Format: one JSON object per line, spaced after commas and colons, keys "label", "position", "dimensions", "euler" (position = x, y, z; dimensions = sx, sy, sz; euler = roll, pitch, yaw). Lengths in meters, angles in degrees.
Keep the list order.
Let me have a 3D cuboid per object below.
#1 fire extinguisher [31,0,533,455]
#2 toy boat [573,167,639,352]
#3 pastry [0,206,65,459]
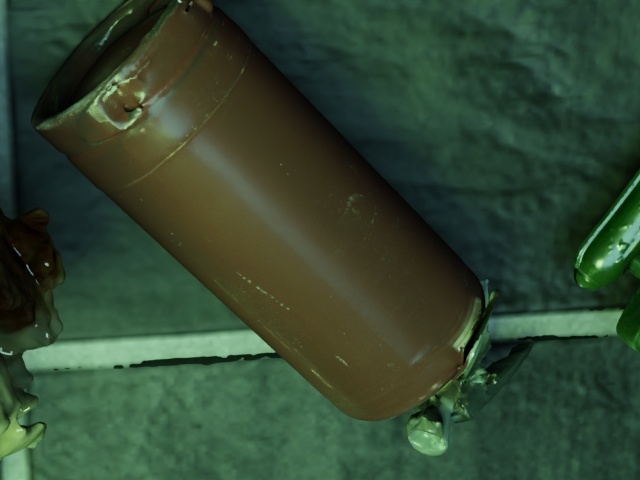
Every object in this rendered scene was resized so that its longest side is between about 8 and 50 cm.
{"label": "fire extinguisher", "position": [0.000, 0.000, 0.692], "dimensions": [0.105, 0.105, 0.269], "euler": [-43, 113, 6]}
{"label": "toy boat", "position": [0.214, -0.033, 0.745], "dimensions": [0.104, 0.052, 0.210], "euler": [35, 101, -19]}
{"label": "pastry", "position": [-0.216, -0.018, 0.545], "dimensions": [0.170, 0.237, 0.256], "euler": [-26, 81, 15]}
